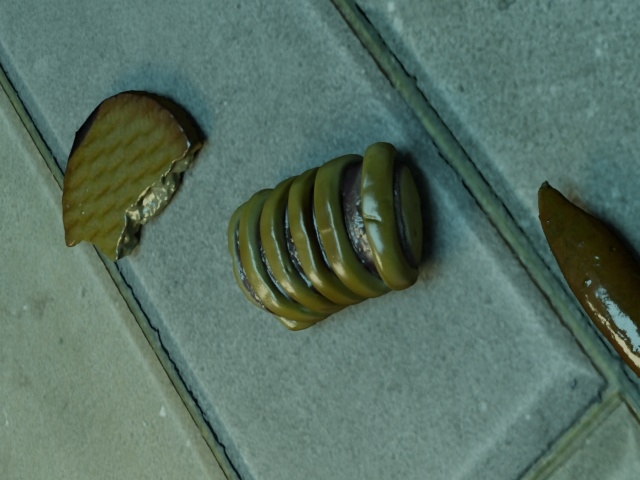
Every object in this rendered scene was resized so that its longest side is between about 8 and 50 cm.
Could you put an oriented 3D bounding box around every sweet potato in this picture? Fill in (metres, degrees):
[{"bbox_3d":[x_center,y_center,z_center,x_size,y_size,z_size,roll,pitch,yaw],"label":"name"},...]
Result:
[{"bbox_3d":[0.234,0.060,1.177,0.057,0.057,0.265,-51,58,37],"label":"sweet potato"}]

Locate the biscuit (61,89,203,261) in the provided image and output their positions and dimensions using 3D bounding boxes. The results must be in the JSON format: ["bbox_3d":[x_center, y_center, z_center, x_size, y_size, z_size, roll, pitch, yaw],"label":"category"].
[{"bbox_3d":[-0.196,-0.067,1.636,0.228,0.031,0.176,-2,94,45],"label":"biscuit"}]

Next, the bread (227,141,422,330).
[{"bbox_3d":[0.000,0.000,1.400,0.225,0.081,0.134,-24,79,45],"label":"bread"}]
